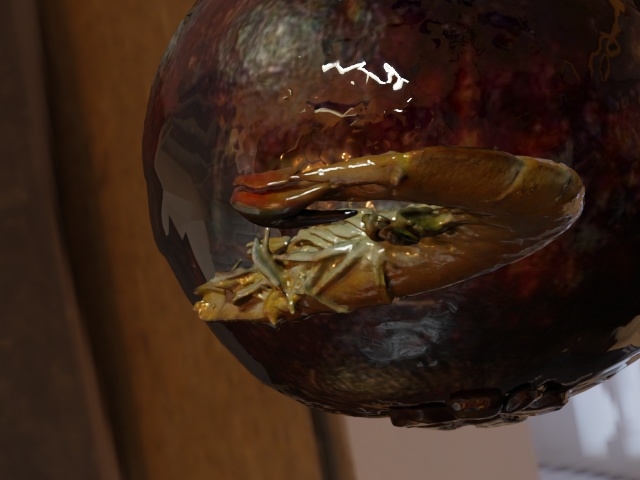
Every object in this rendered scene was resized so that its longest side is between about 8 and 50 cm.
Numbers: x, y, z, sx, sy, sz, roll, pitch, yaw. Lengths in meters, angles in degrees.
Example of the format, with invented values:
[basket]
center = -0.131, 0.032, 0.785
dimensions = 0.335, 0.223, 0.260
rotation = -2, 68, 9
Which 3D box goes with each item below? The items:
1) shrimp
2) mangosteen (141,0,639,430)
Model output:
[shrimp]
center = 0.000, 0.002, 0.642
dimensions = 0.178, 0.034, 0.124
rotation = -14, -17, 35
[mangosteen]
center = 0.061, -0.055, 0.977
dimensions = 0.330, 0.330, 0.330
rotation = -10, -1, 0
